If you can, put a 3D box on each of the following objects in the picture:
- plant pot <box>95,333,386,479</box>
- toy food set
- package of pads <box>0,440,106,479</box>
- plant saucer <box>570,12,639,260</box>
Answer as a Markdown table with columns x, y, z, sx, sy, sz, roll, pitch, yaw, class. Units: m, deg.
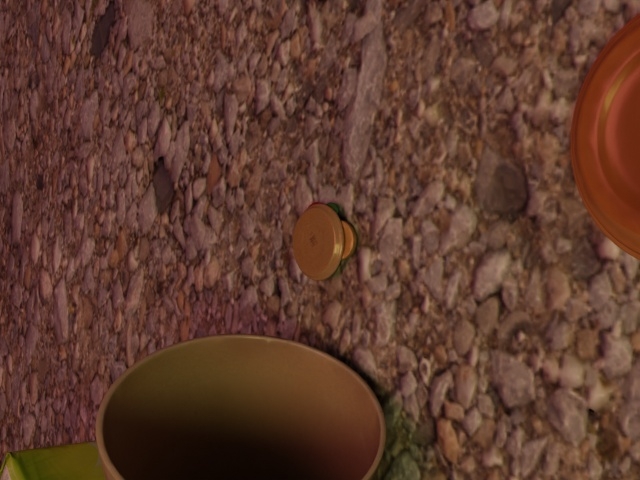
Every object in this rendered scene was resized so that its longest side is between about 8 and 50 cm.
| x | y | z | sx | sy | sz | roll | pitch | yaw | class |
| --- | --- | --- | --- | --- | --- | --- | --- | --- | --- |
| -0.079 | 0.276 | 0.827 | 0.256 | 0.257 | 0.273 | 37 | 131 | 44 | plant pot |
| 0.000 | 0.000 | 0.889 | 0.083 | 0.020 | 0.082 | -58 | 48 | 31 | toy food set |
| -0.241 | 0.371 | 1.000 | 0.296 | 0.229 | 0.101 | 55 | 128 | 35 | package of pads |
| 0.252 | -0.076 | 0.581 | 0.200 | 0.037 | 0.199 | -4 | 85 | 50 | plant saucer |
